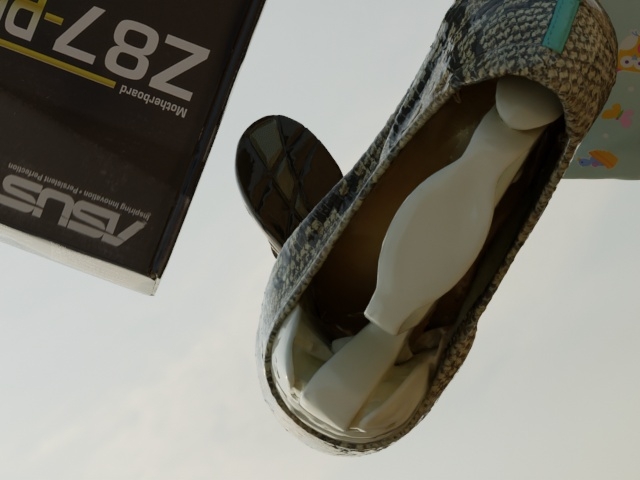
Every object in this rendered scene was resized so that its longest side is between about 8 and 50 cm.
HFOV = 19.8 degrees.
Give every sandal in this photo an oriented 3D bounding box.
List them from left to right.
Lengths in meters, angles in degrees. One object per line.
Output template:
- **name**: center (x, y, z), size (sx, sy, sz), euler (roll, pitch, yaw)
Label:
- **sandal**: center (0.000, 0.000, 1.497), size (0.090, 0.219, 0.060), euler (-41, 4, -28)

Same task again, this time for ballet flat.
- **ballet flat**: center (0.056, 0.024, 1.312), size (0.483, 0.164, 0.182), euler (-61, 3, 36)

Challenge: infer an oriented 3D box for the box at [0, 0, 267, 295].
- **box**: center (-0.243, -0.176, 1.280), size (0.097, 0.395, 0.318), euler (128, 163, -77)

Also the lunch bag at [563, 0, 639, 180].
- **lunch bag**: center (0.284, -0.182, 1.554), size (0.262, 0.223, 0.160), euler (85, -170, -45)
